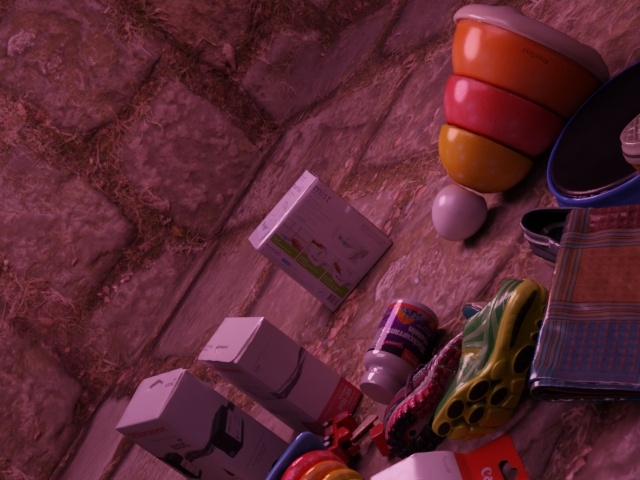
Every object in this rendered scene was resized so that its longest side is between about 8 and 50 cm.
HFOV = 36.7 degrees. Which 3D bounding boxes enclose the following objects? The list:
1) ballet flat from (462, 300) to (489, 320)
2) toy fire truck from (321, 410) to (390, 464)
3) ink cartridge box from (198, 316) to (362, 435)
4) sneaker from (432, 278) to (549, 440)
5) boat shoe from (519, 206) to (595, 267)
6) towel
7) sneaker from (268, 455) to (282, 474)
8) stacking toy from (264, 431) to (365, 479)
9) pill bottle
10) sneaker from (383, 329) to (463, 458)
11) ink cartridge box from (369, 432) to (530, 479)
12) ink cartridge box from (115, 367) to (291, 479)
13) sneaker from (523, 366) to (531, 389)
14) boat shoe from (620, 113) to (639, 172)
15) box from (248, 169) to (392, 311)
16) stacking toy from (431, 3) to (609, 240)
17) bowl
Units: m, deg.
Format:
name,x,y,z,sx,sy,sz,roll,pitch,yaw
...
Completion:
name,x,y,z,sx,sy,sz,roll,pitch,yaw
ballet flat,0.321,0.141,1.754,0.052,0.057,0.168,-26,18,-17
toy fire truck,0.072,0.370,1.841,0.135,0.047,0.192,-31,13,7
ink cartridge box,-0.086,0.282,2.009,0.117,0.283,0.207,-58,21,-20
sneaker,0.277,0.194,1.559,0.296,0.109,0.123,-60,17,7
boat shoe,0.453,-0.002,1.635,0.116,0.099,0.319,-50,21,-11
towel,0.462,0.078,1.415,0.271,0.040,0.370,-5,45,31
sneaker,-0.051,0.441,1.891,0.083,0.118,0.222,-49,20,2
stacking toy,0.050,0.462,1.641,0.302,0.175,0.166,9,54,51
pill bottle,0.149,0.218,1.879,0.108,0.108,0.193,-21,35,54
sneaker,0.212,0.242,1.688,0.299,0.121,0.112,-46,18,11
ink cartridge box,0.197,0.384,1.473,0.232,0.066,0.189,-34,23,9
ink cartridge box,-0.253,0.424,2.074,0.223,0.307,0.129,-24,32,52
sneaker,0.342,0.223,1.563,0.119,0.047,0.057,-40,34,30
boat shoe,0.682,-0.231,1.491,0.500,0.156,0.187,-38,15,-12
box,0.000,0.000,2.364,0.231,0.262,0.127,-51,19,1
stacking toy,0.355,-0.226,2.038,0.480,0.350,0.350,-64,19,5
bowl,0.577,-0.195,1.751,0.391,0.077,0.391,-42,21,20
